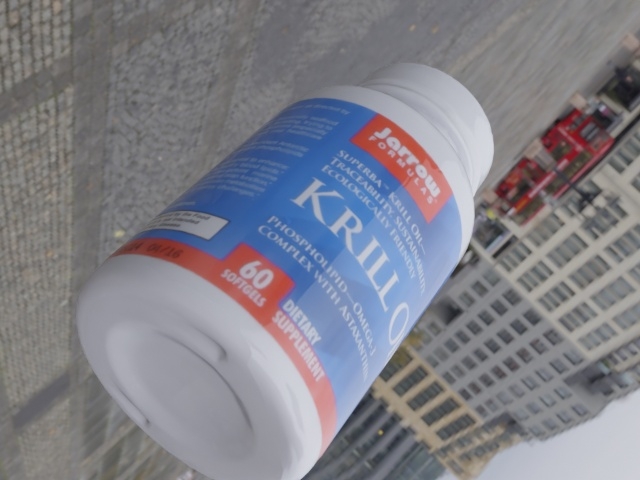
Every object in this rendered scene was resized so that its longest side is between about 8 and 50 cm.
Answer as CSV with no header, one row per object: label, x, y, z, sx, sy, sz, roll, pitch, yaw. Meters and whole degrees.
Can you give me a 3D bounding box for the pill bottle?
pill bottle,0.000,0.000,0.411,0.221,0.124,0.124,-49,176,-39
